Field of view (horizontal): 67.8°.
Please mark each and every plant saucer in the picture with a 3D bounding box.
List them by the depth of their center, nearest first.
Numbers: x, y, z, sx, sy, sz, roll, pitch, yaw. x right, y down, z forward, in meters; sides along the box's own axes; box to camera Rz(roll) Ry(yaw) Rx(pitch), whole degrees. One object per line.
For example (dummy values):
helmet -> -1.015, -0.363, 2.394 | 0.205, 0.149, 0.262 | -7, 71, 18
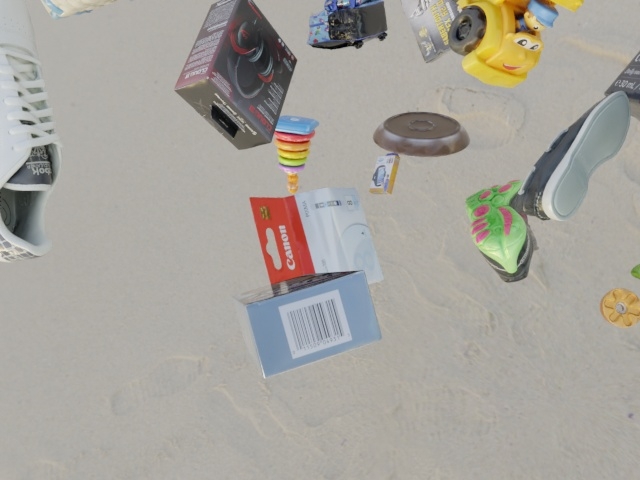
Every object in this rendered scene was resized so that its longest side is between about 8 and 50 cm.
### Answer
plant saucer -> 0.324, -0.352, 1.533 | 0.310, 0.050, 0.310 | -2, 35, 2

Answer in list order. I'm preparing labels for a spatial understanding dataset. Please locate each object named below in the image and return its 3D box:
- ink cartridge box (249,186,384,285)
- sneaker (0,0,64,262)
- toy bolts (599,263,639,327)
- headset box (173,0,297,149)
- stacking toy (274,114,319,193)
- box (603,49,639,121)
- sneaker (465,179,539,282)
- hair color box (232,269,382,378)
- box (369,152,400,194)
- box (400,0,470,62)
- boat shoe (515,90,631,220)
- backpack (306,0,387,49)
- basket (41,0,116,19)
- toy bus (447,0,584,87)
ink cartridge box -> 0.000, 0.000, 1.380 | 0.091, 0.385, 0.308 | -23, 78, 42
sneaker -> -0.253, -0.101, 0.386 | 0.095, 0.090, 0.235 | 8, 99, 20
toy bolts -> 0.845, 0.173, 1.161 | 0.218, 0.158, 0.228 | -29, 80, -5
headset box -> -0.184, -0.367, 1.082 | 0.110, 0.218, 0.293 | -4, 60, 34
stacking toy -> -0.107, -0.325, 1.855 | 0.166, 0.175, 0.302 | 10, 119, 11
box -> 0.851, -0.350, 0.795 | 0.297, 0.480, 0.472 | 32, 111, -8
sneaker -> 0.541, -0.036, 1.425 | 0.185, 0.483, 0.202 | -15, 111, 30
hair color box -> -0.049, 0.132, 0.856 | 0.185, 0.374, 0.113 | -15, 88, -14
box -> 0.203, -0.213, 1.497 | 0.081, 0.028, 0.136 | 7, 84, 53
box -> 0.371, -0.708, 1.492 | 0.183, 0.056, 0.231 | -19, 95, 45
boat shoe -> 0.473, -0.164, 0.894 | 0.302, 0.114, 0.091 | -46, 25, -16
backpack -> 0.051, -0.513, 1.117 | 0.173, 0.158, 0.117 | 9, 122, 34
basket -> -0.327, -0.482, 0.690 | 0.289, 0.255, 0.201 | -9, 32, 31
toy bus -> 0.305, -0.366, 0.688 | 0.211, 0.149, 0.220 | -15, 74, 56
